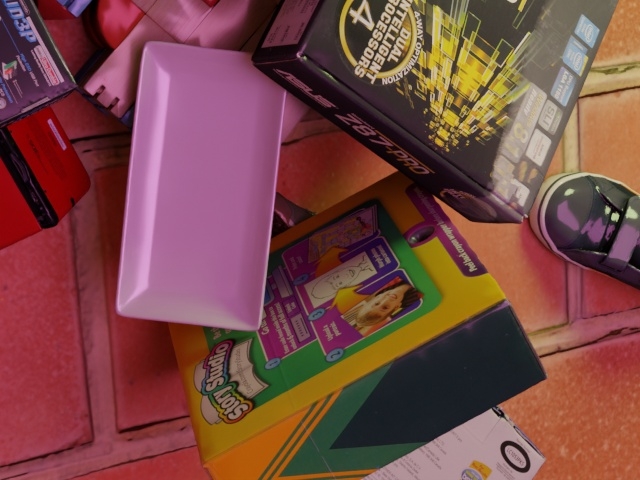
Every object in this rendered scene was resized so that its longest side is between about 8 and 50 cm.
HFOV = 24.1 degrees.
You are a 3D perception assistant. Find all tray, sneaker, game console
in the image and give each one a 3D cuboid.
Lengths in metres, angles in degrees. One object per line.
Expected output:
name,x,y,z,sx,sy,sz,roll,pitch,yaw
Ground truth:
tray,-0.114,-0.052,1.461,0.145,0.030,0.270,7,96,2
sneaker,0.000,0.000,1.710,0.192,0.064,0.086,53,58,-24
game console,-0.320,-0.078,1.519,0.144,0.085,0.124,64,35,-24
sneaker,0.419,0.003,1.930,0.321,0.127,0.126,23,88,-31

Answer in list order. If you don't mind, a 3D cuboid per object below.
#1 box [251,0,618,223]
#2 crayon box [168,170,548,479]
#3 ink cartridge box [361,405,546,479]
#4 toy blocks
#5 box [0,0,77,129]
box,0.145,-0.260,1.496,0.318,0.097,0.395,35,72,-32
crayon box,0.016,0.095,1.497,0.313,0.363,0.106,-29,115,1
ink cartridge box,0.080,0.273,1.748,0.270,0.151,0.395,45,76,-30
toy blocks,-0.143,-0.210,1.525,0.381,0.191,0.261,41,85,-19
box,-0.359,-0.202,1.417,0.175,0.051,0.220,-30,97,-24
